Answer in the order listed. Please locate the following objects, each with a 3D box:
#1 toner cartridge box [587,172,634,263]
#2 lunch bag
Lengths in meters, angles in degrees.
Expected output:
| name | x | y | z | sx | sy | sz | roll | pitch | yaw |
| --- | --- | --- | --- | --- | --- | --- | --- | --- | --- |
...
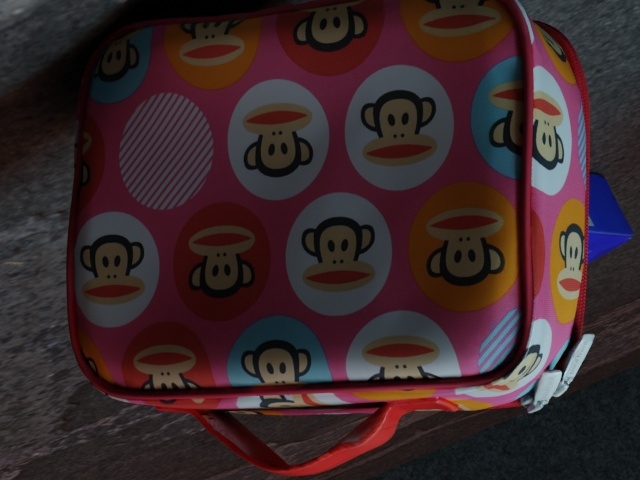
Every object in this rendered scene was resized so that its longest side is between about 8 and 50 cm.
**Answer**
| name | x | y | z | sx | sy | sz | roll | pitch | yaw |
| --- | --- | --- | --- | --- | --- | --- | --- | --- | --- |
| toner cartridge box | 0.124 | 0.044 | 1.592 | 0.348 | 0.075 | 0.165 | -32 | 160 | 28 |
| lunch bag | 0.000 | 0.000 | 0.881 | 0.293 | 0.258 | 0.120 | -2 | 172 | 27 |
